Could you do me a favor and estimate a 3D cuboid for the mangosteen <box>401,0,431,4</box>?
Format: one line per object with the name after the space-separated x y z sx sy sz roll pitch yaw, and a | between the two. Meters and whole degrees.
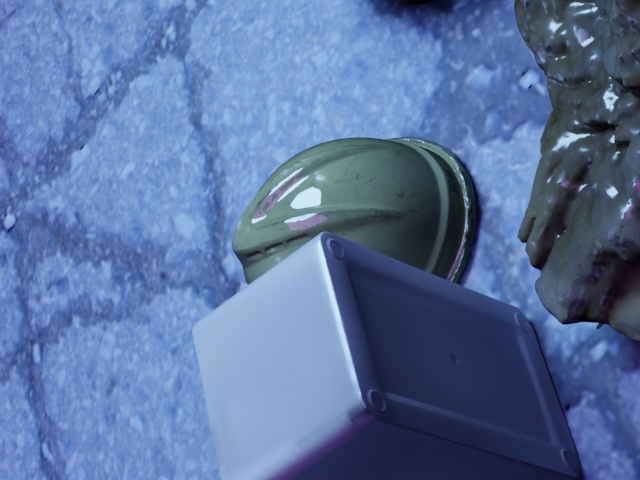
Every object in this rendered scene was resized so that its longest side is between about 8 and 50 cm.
0.059 -0.307 1.284 0.257 0.215 0.215 32 100 17 | mangosteen

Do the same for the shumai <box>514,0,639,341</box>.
0.258 -0.090 1.032 0.346 0.217 0.283 34 132 59 | shumai

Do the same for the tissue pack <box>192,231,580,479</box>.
0.051 0.117 1.066 0.136 0.246 0.159 -38 49 30 | tissue pack

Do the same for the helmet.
-0.005 0.001 1.256 0.257 0.137 0.204 -41 49 30 | helmet
